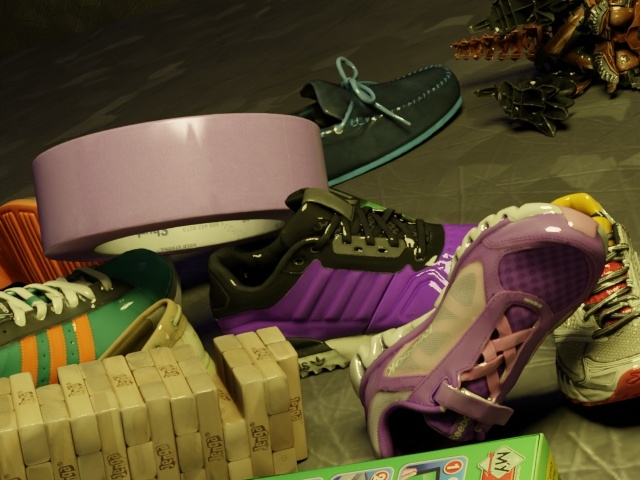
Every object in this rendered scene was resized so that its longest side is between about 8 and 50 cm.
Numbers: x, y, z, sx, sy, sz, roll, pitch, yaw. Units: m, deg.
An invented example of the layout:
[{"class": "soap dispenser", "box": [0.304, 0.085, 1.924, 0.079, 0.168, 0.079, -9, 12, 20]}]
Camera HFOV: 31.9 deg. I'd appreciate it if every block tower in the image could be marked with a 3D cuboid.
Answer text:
[{"class": "block tower", "box": [-0.176, 0.144, 0.791, 0.336, 0.097, 0.091, -11, 20, -16]}]

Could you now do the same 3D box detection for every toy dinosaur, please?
[{"class": "toy dinosaur", "box": [0.290, -0.218, 1.283, 0.218, 0.164, 0.322, -24, -1, -42]}]

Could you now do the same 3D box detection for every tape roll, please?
[{"class": "tape roll", "box": [-0.130, -0.045, 1.067, 0.275, 0.090, 0.275, -8, -6, -1]}]

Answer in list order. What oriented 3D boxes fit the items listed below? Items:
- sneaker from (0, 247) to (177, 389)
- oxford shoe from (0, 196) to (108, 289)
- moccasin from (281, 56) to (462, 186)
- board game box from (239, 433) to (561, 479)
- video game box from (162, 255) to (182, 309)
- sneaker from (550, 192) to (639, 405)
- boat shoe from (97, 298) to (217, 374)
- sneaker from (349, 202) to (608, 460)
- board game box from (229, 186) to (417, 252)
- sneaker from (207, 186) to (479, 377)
[{"class": "sneaker", "box": [-0.258, 0.086, 0.987, 0.302, 0.121, 0.108, -41, 37, -27]}, {"class": "oxford shoe", "box": [-0.329, -0.011, 1.378, 0.364, 0.129, 0.133, 1, 26, 44]}, {"class": "moccasin", "box": [0.014, -0.138, 1.340, 0.342, 0.116, 0.138, -29, 23, -14]}, {"class": "board game box", "box": [0.008, 0.235, 0.585, 0.214, 0.046, 0.317, -13, 27, 24]}, {"class": "video game box", "box": [-0.232, 0.099, 1.134, 0.187, 0.048, 0.205, -20, 23, 1]}, {"class": "sneaker", "box": [0.194, 0.039, 0.802, 0.088, 0.092, 0.225, -19, 24, 7]}, {"class": "boat shoe", "box": [-0.206, 0.159, 0.919, 0.105, 0.089, 0.285, 1, 32, 43]}, {"class": "sneaker", "box": [0.104, 0.076, 0.739, 0.236, 0.095, 0.104, -50, 19, 35]}, {"class": "board game box", "box": [0.000, 0.000, 1.162, 0.136, 0.030, 0.260, -28, 23, -17]}, {"class": "sneaker", "box": [0.036, 0.017, 0.933, 0.294, 0.146, 0.102, -18, 23, 13]}]
